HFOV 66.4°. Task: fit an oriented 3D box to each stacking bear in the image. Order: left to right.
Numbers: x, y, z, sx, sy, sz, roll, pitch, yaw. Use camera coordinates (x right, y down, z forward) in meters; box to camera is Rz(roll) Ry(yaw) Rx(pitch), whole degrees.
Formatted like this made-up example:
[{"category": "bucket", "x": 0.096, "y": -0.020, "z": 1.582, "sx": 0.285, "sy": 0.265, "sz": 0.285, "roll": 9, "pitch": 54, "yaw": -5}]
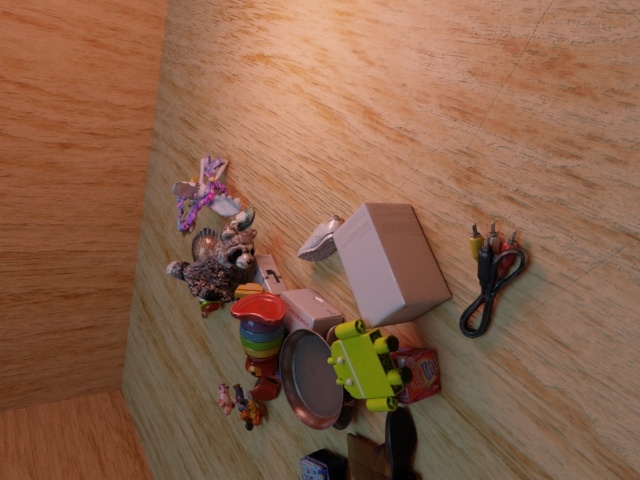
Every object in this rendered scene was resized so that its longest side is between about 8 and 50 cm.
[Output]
[{"category": "stacking bear", "x": -0.201, "y": 0.342, "z": 1.666, "sx": 0.175, "sy": 0.164, "sz": 0.289, "roll": 8, "pitch": 114, "yaw": 11}]

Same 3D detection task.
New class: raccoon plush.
[{"category": "raccoon plush", "x": -0.445, "y": 0.055, "z": 1.925, "sx": 0.446, "sy": 0.216, "sz": 0.300, "roll": 15, "pitch": 100, "yaw": 21}]

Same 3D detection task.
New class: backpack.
[{"category": "backpack", "x": 0.014, "y": 0.812, "z": 1.639, "sx": 0.158, "sy": 0.116, "sz": 0.174, "roll": -6, "pitch": 89, "yaw": 55}]

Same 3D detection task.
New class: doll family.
[{"category": "doll family", "x": -0.315, "y": 0.689, "z": 2.035, "sx": 0.118, "sy": 0.263, "sz": 0.163, "roll": -33, "pitch": 42, "yaw": 5}]

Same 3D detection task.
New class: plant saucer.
[{"category": "plant saucer", "x": -0.020, "y": 0.425, "z": 1.525, "sx": 0.310, "sy": 0.050, "sz": 0.311, "roll": 7, "pitch": 99, "yaw": 49}]

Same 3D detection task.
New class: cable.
[{"category": "cable", "x": 0.406, "y": 0.103, "z": 1.152, "sx": 0.139, "sy": 0.072, "sz": 0.288, "roll": 14, "pitch": 116, "yaw": 35}]

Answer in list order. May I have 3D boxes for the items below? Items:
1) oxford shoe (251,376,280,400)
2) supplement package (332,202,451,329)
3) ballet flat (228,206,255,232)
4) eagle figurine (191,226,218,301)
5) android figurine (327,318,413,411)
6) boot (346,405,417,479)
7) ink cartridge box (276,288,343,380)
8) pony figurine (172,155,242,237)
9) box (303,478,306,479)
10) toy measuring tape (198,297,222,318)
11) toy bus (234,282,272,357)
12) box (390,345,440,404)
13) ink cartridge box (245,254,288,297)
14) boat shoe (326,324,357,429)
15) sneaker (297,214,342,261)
[{"category": "oxford shoe", "x": -0.210, "y": 0.570, "z": 1.982, "sx": 0.271, "sy": 0.096, "sz": 0.098, "roll": 122, "pitch": 167, "yaw": -46}, {"category": "supplement package", "x": 0.184, "y": 0.066, "z": 1.326, "sx": 0.175, "sy": 0.177, "sz": 0.293, "roll": -45, "pitch": 56, "yaw": 45}, {"category": "ballet flat", "x": -0.353, "y": -0.085, "z": 2.152, "sx": 0.188, "sy": 0.070, "sz": 0.070, "roll": -43, "pitch": 58, "yaw": 45}, {"category": "eagle figurine", "x": -0.472, "y": 0.114, "z": 2.193, "sx": 0.225, "sy": 0.226, "sz": 0.298, "roll": -77, "pitch": -26, "yaw": -48}, {"category": "android figurine", "x": 0.116, "y": 0.329, "z": 1.285, "sx": 0.272, "sy": 0.056, "sz": 0.248, "roll": -26, "pitch": 85, "yaw": 50}, {"category": "boot", "x": 0.174, "y": 0.614, "z": 1.466, "sx": 0.280, "sy": 0.096, "sz": 0.264, "roll": -15, "pitch": 87, "yaw": 60}, {"category": "ink cartridge box", "x": -0.060, "y": 0.353, "z": 1.710, "sx": 0.223, "sy": 0.128, "sz": 0.308, "roll": 33, "pitch": 117, "yaw": 49}, {"category": "pony figurine", "x": -0.531, "y": -0.214, "z": 2.232, "sx": 0.351, "sy": 0.302, "sz": 0.364, "roll": -33, "pitch": 39, "yaw": 49}, {"category": "box", "x": -0.011, "y": 0.966, "z": 1.621, "sx": 0.322, "sy": 0.058, "sz": 0.232, "roll": 51, "pitch": 144, "yaw": 16}, {"category": "toy measuring tape", "x": -0.540, "y": 0.312, "z": 2.421, "sx": 0.330, "sy": 0.121, "sz": 0.122, "roll": 110, "pitch": 144, "yaw": -62}, {"category": "toy bus", "x": -0.229, "y": 0.305, "z": 1.828, "sx": 0.108, "sy": 0.130, "sz": 0.333, "roll": 3, "pitch": 117, "yaw": 18}, {"category": "box", "x": 0.193, "y": 0.366, "z": 1.365, "sx": 0.256, "sy": 0.128, "sz": 0.123, "roll": -11, "pitch": 85, "yaw": 53}, {"category": "ink cartridge box", "x": -0.224, "y": 0.181, "z": 1.964, "sx": 0.153, "sy": 0.086, "sz": 0.209, "roll": -56, "pitch": 48, "yaw": 37}, {"category": "boat shoe", "x": 0.071, "y": 0.437, "z": 1.551, "sx": 0.095, "sy": 0.112, "sz": 0.336, "roll": -8, "pitch": 81, "yaw": 58}, {"category": "sneaker", "x": 0.000, "y": 0.000, "z": 1.670, "sx": 0.235, "sy": 0.090, "sz": 0.095, "roll": -33, "pitch": 52, "yaw": 45}]
